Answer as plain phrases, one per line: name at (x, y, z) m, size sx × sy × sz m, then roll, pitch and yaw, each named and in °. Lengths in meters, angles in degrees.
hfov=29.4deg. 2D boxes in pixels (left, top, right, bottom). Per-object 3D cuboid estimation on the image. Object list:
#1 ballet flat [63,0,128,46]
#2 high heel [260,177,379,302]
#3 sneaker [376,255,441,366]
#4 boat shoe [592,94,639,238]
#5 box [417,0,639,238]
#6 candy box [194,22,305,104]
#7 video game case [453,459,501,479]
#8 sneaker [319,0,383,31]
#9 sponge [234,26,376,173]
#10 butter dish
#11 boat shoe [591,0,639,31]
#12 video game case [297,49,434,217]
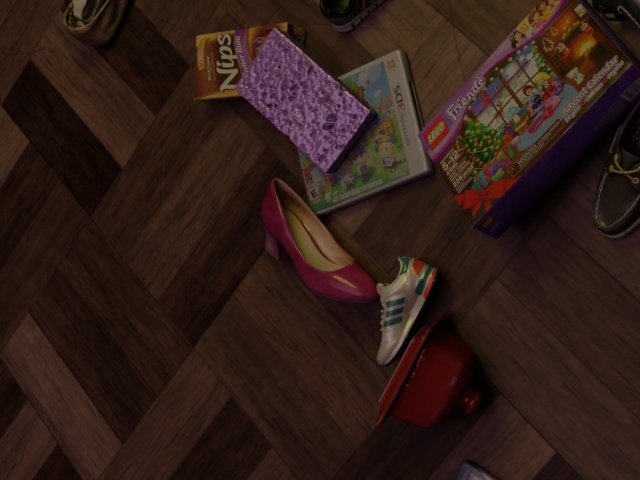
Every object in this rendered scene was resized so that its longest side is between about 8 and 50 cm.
ballet flat at (-0.353, -0.482, 2.085) m, size 0.107 × 0.106 × 0.316 m, roll 29°, pitch 102°, yaw 33°
high heel at (0.000, 0.000, 1.791) m, size 0.244 × 0.082 × 0.117 m, roll 36°, pitch 133°, yaw 44°
sneaker at (0.106, 0.097, 1.724) m, size 0.075 × 0.057 × 0.161 m, roll 28°, pitch 98°, yaw 14°
boat shoe at (0.402, -0.110, 1.541) m, size 0.081 × 0.069 × 0.227 m, roll 32°, pitch 104°, yaw 33°
box at (0.274, -0.172, 1.608) m, size 0.293 × 0.057 × 0.201 m, roll -48°, pitch 42°, yaw 22°
candy box at (-0.114, -0.277, 1.931) m, size 0.187 × 0.053 × 0.109 m, roll -1°, pitch 85°, yaw 36°
video game case at (0.262, 0.444, 1.612) m, size 0.274 × 0.026 × 0.196 m, roll 30°, pitch 102°, yaw 34°
sneaker at (0.062, -0.381, 1.803) m, size 0.170 × 0.075 × 0.063 m, roll -43°, pitch 63°, yaw 24°
sponge at (-0.025, -0.210, 1.823) m, size 0.210 × 0.031 × 0.117 m, roll 43°, pitch 109°, yaw 19°
butter dish at (0.162, 0.194, 1.650) m, size 0.118 × 0.160 × 0.160 m, roll 28°, pitch 103°, yaw 11°
boat shoe at (0.385, -0.341, 1.555) m, size 0.340 × 0.127 × 0.113 m, roll 57°, pitch 146°, yaw 17°
video game case at (0.056, -0.157, 1.817) m, size 0.212 × 0.023 × 0.193 m, roll -21°, pitch 74°, yaw 32°
